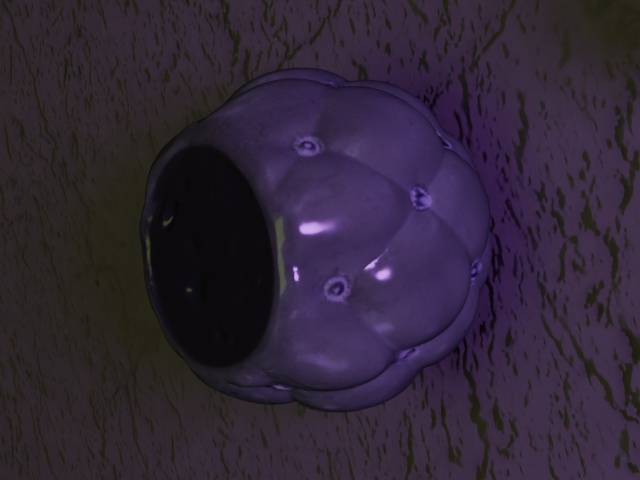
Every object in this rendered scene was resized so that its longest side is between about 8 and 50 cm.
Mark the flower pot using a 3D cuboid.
[{"bbox_3d":[0.000,0.000,1.138,0.246,0.195,0.246,16,110,51],"label":"flower pot"}]
